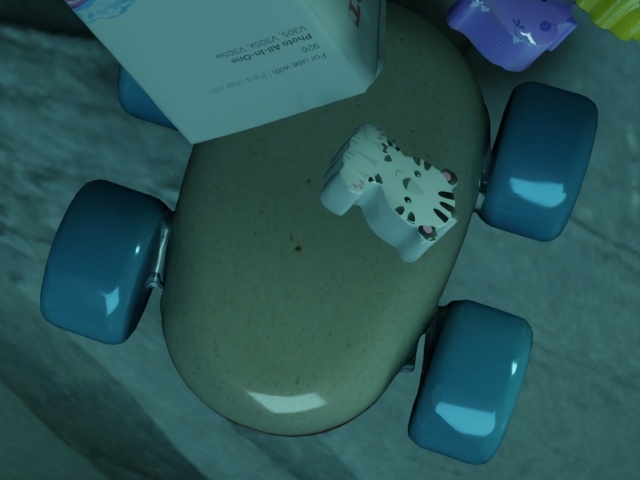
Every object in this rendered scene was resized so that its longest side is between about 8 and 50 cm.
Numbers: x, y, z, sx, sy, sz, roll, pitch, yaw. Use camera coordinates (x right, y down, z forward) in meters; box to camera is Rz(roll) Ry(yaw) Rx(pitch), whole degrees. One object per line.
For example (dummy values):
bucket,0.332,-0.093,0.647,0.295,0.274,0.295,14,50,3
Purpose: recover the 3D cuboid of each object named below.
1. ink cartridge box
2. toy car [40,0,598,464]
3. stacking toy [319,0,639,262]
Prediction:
ink cartridge box,-0.058,-0.163,0.600,0.093,0.154,0.212,-16,139,25
toy car,0.000,0.000,0.831,0.219,0.210,0.238,17,171,2
stacking toy,0.087,-0.111,0.609,0.052,0.221,0.167,32,139,-10
